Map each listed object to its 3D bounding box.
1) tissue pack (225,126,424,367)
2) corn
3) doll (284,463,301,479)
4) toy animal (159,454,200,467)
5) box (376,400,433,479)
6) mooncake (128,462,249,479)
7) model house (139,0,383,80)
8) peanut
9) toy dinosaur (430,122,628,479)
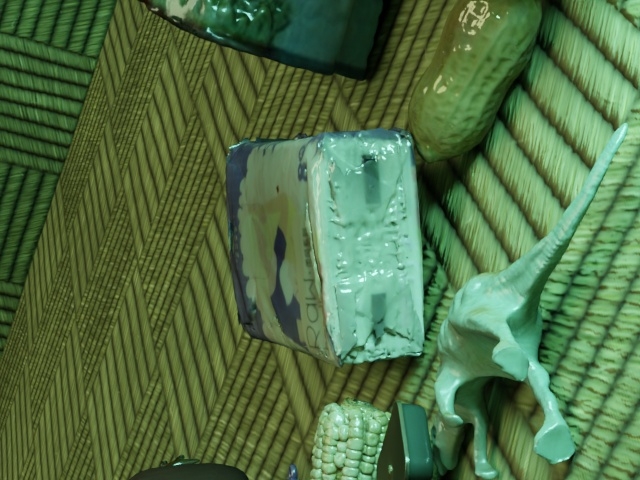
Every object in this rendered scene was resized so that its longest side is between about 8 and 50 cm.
[{"bbox_3d":[0.000,0.000,1.627,0.344,0.125,0.242,-174,80,-69],"label":"tissue pack"},{"bbox_3d":[0.020,0.268,1.525,0.087,0.087,0.210,-170,95,-70],"label":"corn"},{"bbox_3d":[-0.031,0.352,1.640,0.110,0.067,0.205,144,126,-73],"label":"doll"},{"bbox_3d":[-0.190,0.433,1.981,0.260,0.087,0.243,31,104,66],"label":"toy animal"},{"bbox_3d":[0.081,0.221,1.425,0.126,0.031,0.091,101,168,-45],"label":"box"},{"bbox_3d":[-0.148,0.417,1.680,0.334,0.174,0.325,109,153,-68],"label":"mooncake"},{"bbox_3d":[-0.047,-0.420,1.861,0.339,0.297,0.360,-68,21,14],"label":"model house"},{"bbox_3d":[0.147,-0.166,1.455,0.098,0.090,0.214,-93,25,-54],"label":"peanut"},{"bbox_3d":[0.164,0.075,1.262,0.205,0.092,0.392,-107,27,-65],"label":"toy dinosaur"}]
